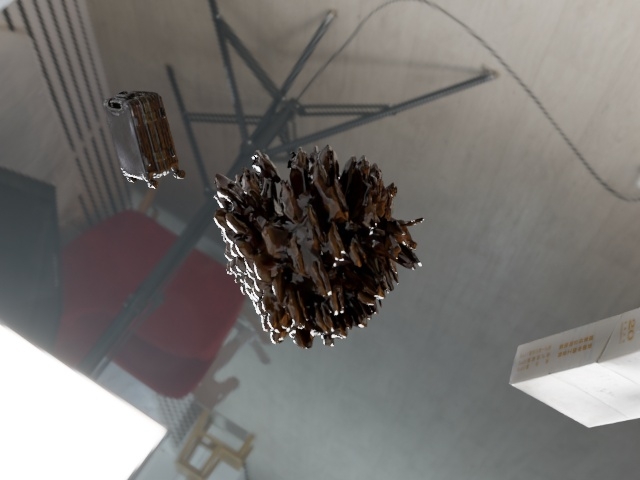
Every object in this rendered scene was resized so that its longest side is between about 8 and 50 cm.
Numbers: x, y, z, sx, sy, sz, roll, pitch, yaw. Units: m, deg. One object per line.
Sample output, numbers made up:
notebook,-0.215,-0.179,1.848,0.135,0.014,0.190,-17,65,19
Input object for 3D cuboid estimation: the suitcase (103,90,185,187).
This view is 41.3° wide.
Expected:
suitcase,-0.237,-0.138,1.133,0.086,0.059,0.126,15,123,48

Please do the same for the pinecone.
pinecone,0.000,0.000,0.888,0.221,0.221,0.221,27,153,15

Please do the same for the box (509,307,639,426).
box,0.376,0.167,1.082,0.149,0.067,0.233,27,151,-18
